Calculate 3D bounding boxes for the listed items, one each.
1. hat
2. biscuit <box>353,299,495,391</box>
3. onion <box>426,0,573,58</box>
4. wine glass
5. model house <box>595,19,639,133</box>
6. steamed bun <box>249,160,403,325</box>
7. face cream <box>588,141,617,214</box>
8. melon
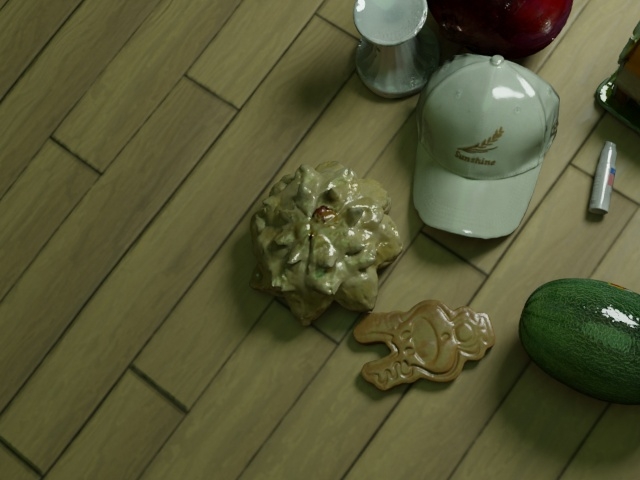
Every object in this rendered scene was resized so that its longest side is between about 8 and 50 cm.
[{"bbox_3d":[0.264,-0.156,1.589,0.258,0.168,0.301,12,76,14],"label":"hat"},{"bbox_3d":[0.178,0.175,1.578,0.236,0.040,0.144,-13,77,8],"label":"biscuit"},{"bbox_3d":[0.306,-0.441,1.615,0.276,0.276,0.276,-3,73,9],"label":"onion"},{"bbox_3d":[0.130,-0.365,1.659,0.165,0.196,0.165,-3,73,11],"label":"wine glass"},{"bbox_3d":[0.665,-0.345,1.506,0.358,0.313,0.242,-45,74,-6],"label":"model house"},{"bbox_3d":[0.000,0.000,1.606,0.295,0.137,0.292,-26,73,-1],"label":"steamed bun"},{"bbox_3d":[0.493,-0.111,1.607,0.034,0.034,0.130,10,75,12],"label":"face cream"},{"bbox_3d":[0.455,0.162,1.455,0.288,0.182,0.182,24,79,17],"label":"melon"}]
